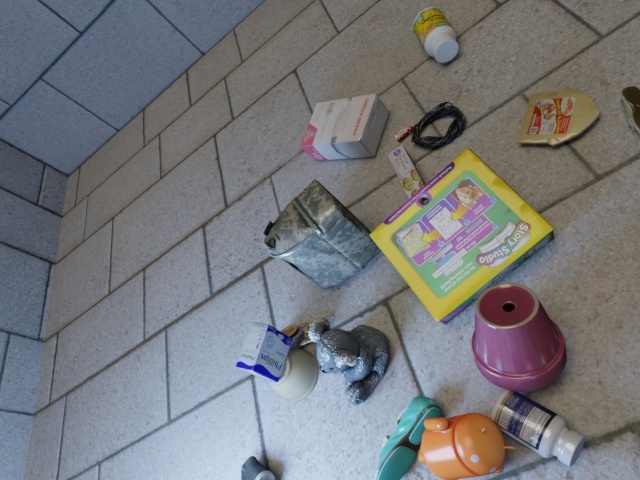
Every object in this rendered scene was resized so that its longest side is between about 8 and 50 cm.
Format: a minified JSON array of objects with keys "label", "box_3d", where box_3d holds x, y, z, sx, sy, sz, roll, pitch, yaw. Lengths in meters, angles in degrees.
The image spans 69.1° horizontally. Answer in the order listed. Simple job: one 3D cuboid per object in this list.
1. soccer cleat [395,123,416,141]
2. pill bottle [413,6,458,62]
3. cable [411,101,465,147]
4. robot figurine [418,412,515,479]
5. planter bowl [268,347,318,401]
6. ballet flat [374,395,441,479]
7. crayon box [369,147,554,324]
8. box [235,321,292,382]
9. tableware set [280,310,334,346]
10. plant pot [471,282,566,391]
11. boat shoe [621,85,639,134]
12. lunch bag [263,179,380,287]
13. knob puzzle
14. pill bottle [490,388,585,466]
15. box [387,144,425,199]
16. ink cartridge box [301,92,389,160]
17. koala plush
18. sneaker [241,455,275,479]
[{"label":"soccer cleat","box_3d":[0.296,-0.380,1.623,0.083,0.029,0.036,-42,51,17]},{"label":"pill bottle","box_3d":[0.418,-0.735,1.673,0.117,0.117,0.209,-29,50,21]},{"label":"cable","box_3d":[0.385,-0.370,1.544,0.184,0.047,0.151,-33,54,15]},{"label":"robot figurine","box_3d":[0.311,0.454,1.028,0.219,0.128,0.158,-43,62,47]},{"label":"planter bowl","box_3d":[-0.102,0.400,1.423,0.162,0.109,0.162,-18,55,28]},{"label":"ballet flat","box_3d":[0.208,0.495,1.161,0.247,0.083,0.087,-55,22,-2]},{"label":"crayon box","box_3d":[0.368,-0.011,1.254,0.363,0.106,0.313,-42,63,11]},{"label":"box","box_3d":[-0.160,0.324,1.348,0.072,0.126,0.137,1,62,37]},{"label":"tableware set","box_3d":[-0.061,0.278,1.462,0.194,0.039,0.128,-20,17,28]},{"label":"plant pot","box_3d":[0.429,0.201,1.038,0.201,0.180,0.201,-19,34,13]},{"label":"boat shoe","box_3d":[0.811,-0.322,1.188,0.056,0.048,0.153,-18,61,14]},{"label":"lunch bag","box_3d":[0.000,0.000,1.441,0.256,0.305,0.213,-46,46,5]},{"label":"knob puzzle","box_3d":[0.675,-0.342,1.307,0.213,0.030,0.213,-19,54,28]},{"label":"pill bottle","box_3d":[0.463,0.401,0.996,0.169,0.094,0.094,25,82,43]},{"label":"box","box_3d":[0.298,-0.170,1.474,0.067,0.063,0.324,-30,50,18]},{"label":"ink cartridge box","box_3d":[0.091,-0.417,1.741,0.282,0.117,0.207,5,68,40]},{"label":"koala plush","box_3d":[0.066,0.303,1.271,0.203,0.221,0.196,-49,46,3]},{"label":"sneaker","box_3d":[-0.200,0.747,1.334,0.118,0.083,0.222,10,77,60]}]
